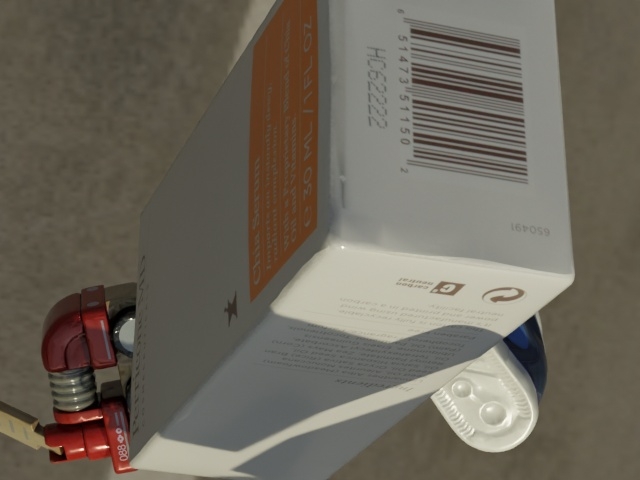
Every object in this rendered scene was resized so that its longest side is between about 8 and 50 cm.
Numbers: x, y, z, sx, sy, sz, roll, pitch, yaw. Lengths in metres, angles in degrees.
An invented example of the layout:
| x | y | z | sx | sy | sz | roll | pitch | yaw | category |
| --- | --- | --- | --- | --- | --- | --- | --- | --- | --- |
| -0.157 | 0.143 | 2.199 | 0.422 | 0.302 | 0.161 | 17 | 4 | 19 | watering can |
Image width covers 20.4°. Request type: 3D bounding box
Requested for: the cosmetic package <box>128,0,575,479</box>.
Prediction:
| x | y | z | sx | sy | sz | roll | pitch | yaw | category |
| --- | --- | --- | --- | --- | --- | --- | --- | --- | --- |
| 0.000 | 0.000 | 1.249 | 0.162 | 0.453 | 0.230 | 8 | 64 | -18 | cosmetic package |

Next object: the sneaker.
| x | y | z | sx | sy | sz | roll | pitch | yaw | category |
| --- | --- | --- | --- | --- | --- | --- | --- | --- | --- |
| 0.126 | 0.042 | 1.807 | 0.322 | 0.130 | 0.236 | 59 | 16 | -15 | sneaker |

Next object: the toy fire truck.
| x | y | z | sx | sy | sz | roll | pitch | yaw | category |
| --- | --- | --- | --- | --- | --- | --- | --- | --- | --- |
| -0.302 | 0.171 | 2.130 | 0.158 | 0.246 | 0.217 | -114 | -166 | -71 | toy fire truck |
